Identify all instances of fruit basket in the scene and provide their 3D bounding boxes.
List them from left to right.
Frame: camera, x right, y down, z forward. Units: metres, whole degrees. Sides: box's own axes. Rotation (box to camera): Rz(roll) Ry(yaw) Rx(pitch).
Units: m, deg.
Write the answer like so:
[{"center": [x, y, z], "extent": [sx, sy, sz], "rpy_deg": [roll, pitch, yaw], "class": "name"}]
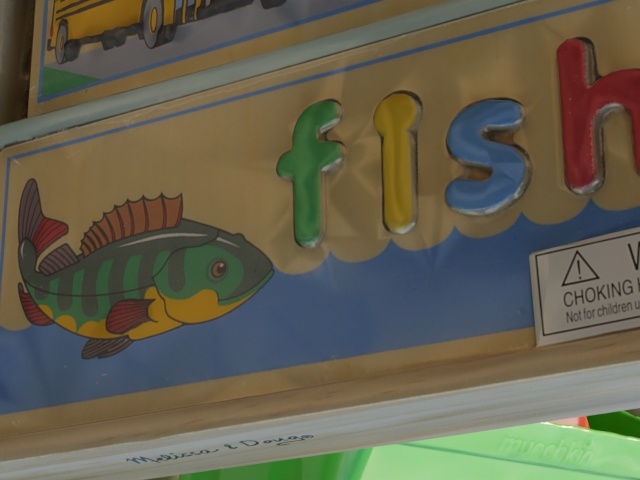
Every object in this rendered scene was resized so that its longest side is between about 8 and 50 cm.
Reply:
[{"center": [0.088, 0.074, 1.092], "extent": [0.392, 0.392, 0.283], "rpy_deg": [-40, -146, -21], "class": "fruit basket"}]

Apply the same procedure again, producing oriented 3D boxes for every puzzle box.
[{"center": [-0.022, -0.056, 0.533], "extent": [0.408, 0.052, 0.272], "rpy_deg": [-13, -116, 26], "class": "puzzle box"}]
